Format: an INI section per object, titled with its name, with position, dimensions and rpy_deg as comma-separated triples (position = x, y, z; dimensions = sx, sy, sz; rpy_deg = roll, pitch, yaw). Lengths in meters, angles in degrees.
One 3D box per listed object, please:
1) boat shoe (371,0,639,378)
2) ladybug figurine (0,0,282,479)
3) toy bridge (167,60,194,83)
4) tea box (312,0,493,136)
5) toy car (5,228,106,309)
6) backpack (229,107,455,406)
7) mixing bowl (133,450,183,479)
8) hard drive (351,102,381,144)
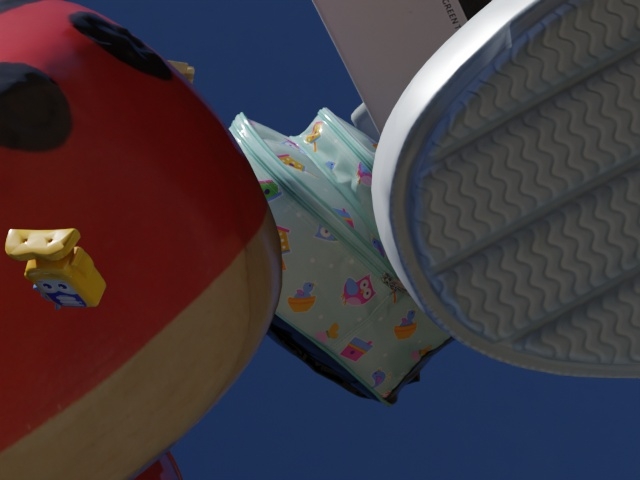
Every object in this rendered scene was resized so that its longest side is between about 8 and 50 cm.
[boat shoe]
position = 0.152, -0.055, 0.440
dimensions = 0.302, 0.094, 0.109
rpy_deg = -23, -78, -4
[ladybug figurine]
position = -0.197, 0.015, 0.737
dimensions = 0.449, 0.305, 0.162
rpy_deg = -34, -54, -46
[toy bridge]
position = -0.119, -0.081, 1.527
dimensions = 0.063, 0.188, 0.026
rpy_deg = 7, -124, -10
[tea box]
position = 0.127, -0.264, 1.055
dimensions = 0.220, 0.323, 0.329
rpy_deg = -86, -27, -56
[toy car]
position = -0.116, 0.040, 0.532
dimensions = 0.040, 0.122, 0.060
rpy_deg = 58, -155, -47
[backpack]
position = 0.000, 0.000, 1.206
dimensions = 0.144, 0.166, 0.188
rpy_deg = -50, -45, 10
[mixing bowl]
position = -0.147, 0.174, 1.033
dimensions = 0.181, 0.098, 0.181
rpy_deg = -1, -87, -19
[hard drive]
position = 0.174, -0.111, 1.641
dimensions = 0.203, 0.307, 0.040
rpy_deg = 45, -126, -3
